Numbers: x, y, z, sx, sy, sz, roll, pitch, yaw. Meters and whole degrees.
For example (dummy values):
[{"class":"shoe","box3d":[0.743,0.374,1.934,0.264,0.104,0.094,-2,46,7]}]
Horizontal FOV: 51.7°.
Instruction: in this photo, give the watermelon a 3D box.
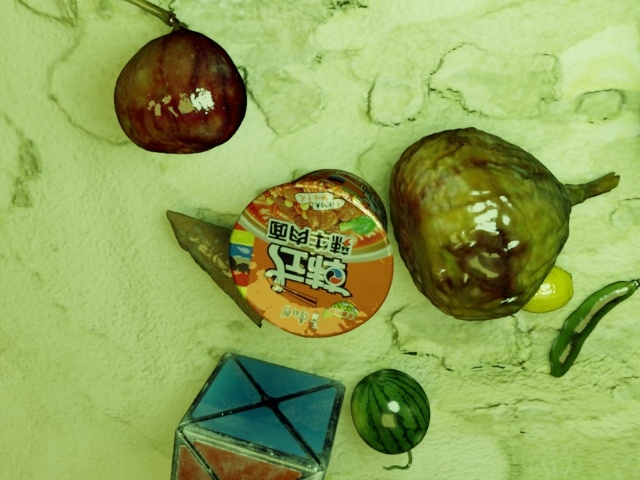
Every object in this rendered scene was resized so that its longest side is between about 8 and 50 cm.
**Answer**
[{"class":"watermelon","box3d":[0.130,0.321,1.179,0.140,0.141,0.187,-16,109,17]}]

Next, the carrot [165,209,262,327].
[{"class":"carrot","box3d":[-0.170,0.037,1.157,0.263,0.102,0.102,41,113,-4]}]

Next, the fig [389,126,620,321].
[{"class":"fig","box3d":[0.285,-0.054,0.975,0.368,0.286,0.286,-24,106,-13]}]

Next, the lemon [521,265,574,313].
[{"class":"lemon","box3d":[0.353,0.079,1.071,0.110,0.082,0.082,-9,108,13]}]

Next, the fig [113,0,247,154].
[{"class":"fig","box3d":[-0.211,-0.259,1.027,0.203,0.186,0.250,-6,76,28]}]

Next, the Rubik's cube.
[{"class":"Rubik's cube","box3d":[-0.108,0.391,1.192,0.259,0.260,0.255,16,114,8]}]

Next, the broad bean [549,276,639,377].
[{"class":"broad bean","box3d":[0.447,0.140,1.098,0.069,0.039,0.227,34,113,-8]}]

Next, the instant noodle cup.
[{"class":"instant noodle cup","box3d":[0.000,0.000,1.053,0.250,0.192,0.251,4,111,10]}]
